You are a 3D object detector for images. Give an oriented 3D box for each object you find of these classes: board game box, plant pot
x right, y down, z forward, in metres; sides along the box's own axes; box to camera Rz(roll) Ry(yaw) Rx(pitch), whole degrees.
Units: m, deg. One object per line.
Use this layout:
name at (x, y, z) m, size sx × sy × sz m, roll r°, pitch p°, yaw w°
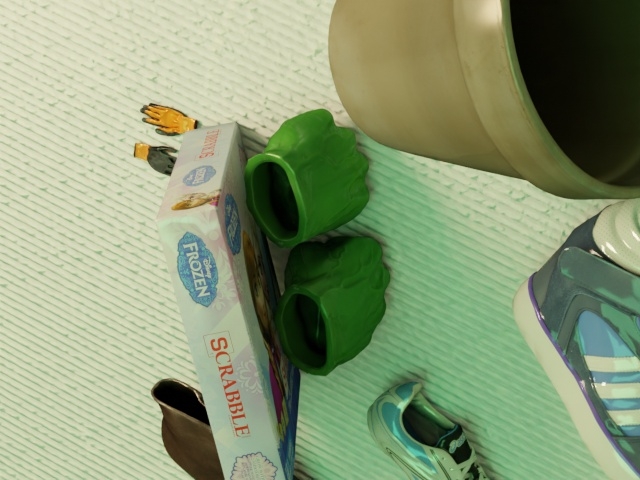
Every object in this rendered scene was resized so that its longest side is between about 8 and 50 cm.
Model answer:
board game box at (-0.089, 0.069, 1.916) m, size 0.066 × 0.318 × 0.318 m, roll -12°, pitch 109°, yaw 5°
plant pot at (0.168, -0.192, 1.700) m, size 0.280 × 0.323 × 0.323 m, roll -3°, pitch 112°, yaw 46°

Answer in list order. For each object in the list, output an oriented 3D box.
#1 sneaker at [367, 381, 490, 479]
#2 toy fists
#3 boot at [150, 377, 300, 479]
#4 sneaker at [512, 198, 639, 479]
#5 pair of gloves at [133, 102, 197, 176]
sneaker at (0.147, 0.258, 2.019) m, size 0.237 × 0.085 × 0.086 m, roll 49°, pitch 135°, yaw -1°
toy fists at (0.000, 0.000, 1.945) m, size 0.096 × 0.142 × 0.279 m, roll 2°, pitch 113°, yaw 37°
boot at (-0.085, 0.265, 2.083) m, size 0.248 × 0.090 × 0.207 m, roll 32°, pitch 161°, yaw 18°
sneaker at (0.357, 0.109, 1.803) m, size 0.236 × 0.130 × 0.322 m, roll -42°, pitch 77°, yaw 34°
pair of gloves at (-0.175, -0.112, 2.057) m, size 0.074 × 0.010 × 0.083 m, roll 21°, pitch 121°, yaw 17°
